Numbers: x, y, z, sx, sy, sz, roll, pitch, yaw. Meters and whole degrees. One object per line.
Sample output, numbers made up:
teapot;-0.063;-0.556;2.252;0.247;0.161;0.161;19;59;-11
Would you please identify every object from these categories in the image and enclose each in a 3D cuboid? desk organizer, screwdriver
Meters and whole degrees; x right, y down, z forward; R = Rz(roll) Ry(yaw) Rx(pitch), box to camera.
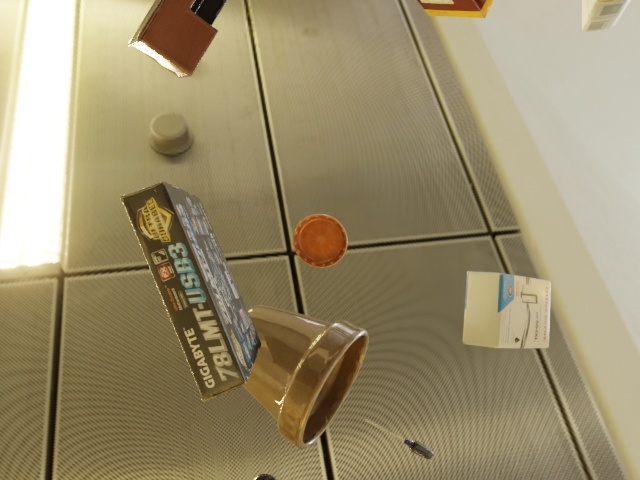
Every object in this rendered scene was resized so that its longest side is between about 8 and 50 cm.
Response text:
desk organizer;-0.102;-0.204;0.497;0.050;0.047;0.130;32;-94;-29
screwdriver;0.153;0.380;1.146;0.170;0.025;0.024;35;-108;-23

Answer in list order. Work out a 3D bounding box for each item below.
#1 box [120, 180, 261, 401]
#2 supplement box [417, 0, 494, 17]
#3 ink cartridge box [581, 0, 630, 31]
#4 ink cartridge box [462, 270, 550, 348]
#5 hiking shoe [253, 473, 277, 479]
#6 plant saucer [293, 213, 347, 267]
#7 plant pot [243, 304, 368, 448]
box;-0.183;0.066;0.916;0.074;0.293;0.295;-23;-88;-1
supplement box;0.223;-0.510;0.983;0.129;0.194;0.191;26;-93;46
ink cartridge box;0.421;-0.449;0.884;0.066;0.189;0.232;-6;-85;20
ink cartridge box;0.389;0.145;1.229;0.203;0.086;0.148;8;-97;-42
hiking shoe;-0.125;0.553;1.102;0.086;0.114;0.226;14;-118;-17
plant saucer;0.000;0.000;0.905;0.084;0.083;0.013;17;-164;5
plant pot;-0.064;0.247;1.200;0.229;0.263;0.263;25;-123;19
